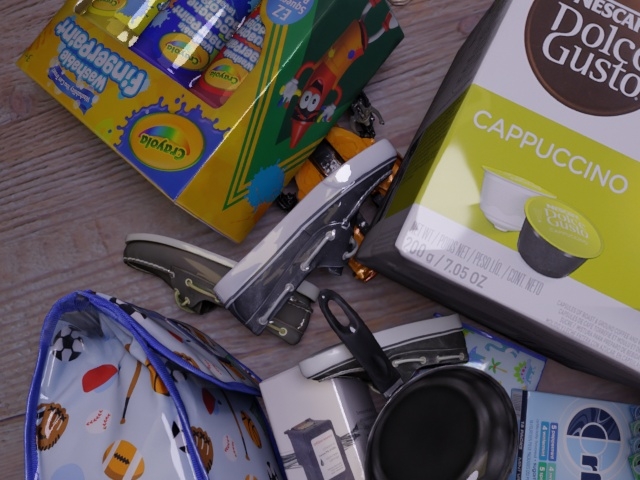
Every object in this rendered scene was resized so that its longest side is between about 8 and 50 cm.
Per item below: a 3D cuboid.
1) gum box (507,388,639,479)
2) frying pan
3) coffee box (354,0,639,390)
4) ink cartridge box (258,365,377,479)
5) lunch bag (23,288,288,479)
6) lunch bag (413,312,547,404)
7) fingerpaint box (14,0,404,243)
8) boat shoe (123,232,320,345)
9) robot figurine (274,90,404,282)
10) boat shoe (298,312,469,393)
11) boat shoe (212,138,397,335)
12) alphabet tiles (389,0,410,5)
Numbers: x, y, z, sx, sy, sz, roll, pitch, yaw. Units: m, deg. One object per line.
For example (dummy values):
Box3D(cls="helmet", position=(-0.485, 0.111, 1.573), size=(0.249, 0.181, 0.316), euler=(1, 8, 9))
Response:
Box3D(cls="gum box", position=(0.316, 0.269, 0.786), size=(0.184, 0.041, 0.156), euler=(9, 80, -12))
Box3D(cls="frying pan", position=(0.082, 0.203, 0.707), size=(0.326, 0.053, 0.197), euler=(30, 86, -21))
Box3D(cls="coffee box", position=(0.272, -0.057, 0.711), size=(0.338, 0.338, 0.334), euler=(26, 86, 0))
Box3D(cls="ink cartridge box", position=(0.025, 0.273, 0.821), size=(0.100, 0.172, 0.237), euler=(-22, 74, 9))
Box3D(cls="lunch bag", position=(-0.177, 0.256, 0.790), size=(0.239, 0.328, 0.385), euler=(-23, 73, 2))
Box3D(cls="lunch bag", position=(0.199, 0.181, 0.842), size=(0.151, 0.096, 0.128), euler=(20, 83, 25))
Box3D(cls="fingerpaint box", position=(-0.176, -0.273, 0.932), size=(0.445, 0.163, 0.371), euler=(38, 89, 32))
Box3D(cls="boat shoe", position=(-0.156, 0.066, 0.939), size=(0.305, 0.109, 0.091), euler=(16, 78, 12))
Box3D(cls="robot figurine", position=(0.025, -0.093, 0.943), size=(0.211, 0.085, 0.291), euler=(-39, 74, 2))
Box3D(cls="boat shoe", position=(0.082, 0.138, 0.752), size=(0.219, 0.078, 0.070), euler=(-10, 78, -25))
Box3D(cls="boat shoe", position=(0.000, 0.000, 0.838), size=(0.301, 0.108, 0.102), euler=(-44, 86, 1))
Box3D(cls="alphabet tiles", position=(0.086, -0.510, 1.050), size=(0.278, 0.021, 0.284), euler=(-41, 73, 2))
